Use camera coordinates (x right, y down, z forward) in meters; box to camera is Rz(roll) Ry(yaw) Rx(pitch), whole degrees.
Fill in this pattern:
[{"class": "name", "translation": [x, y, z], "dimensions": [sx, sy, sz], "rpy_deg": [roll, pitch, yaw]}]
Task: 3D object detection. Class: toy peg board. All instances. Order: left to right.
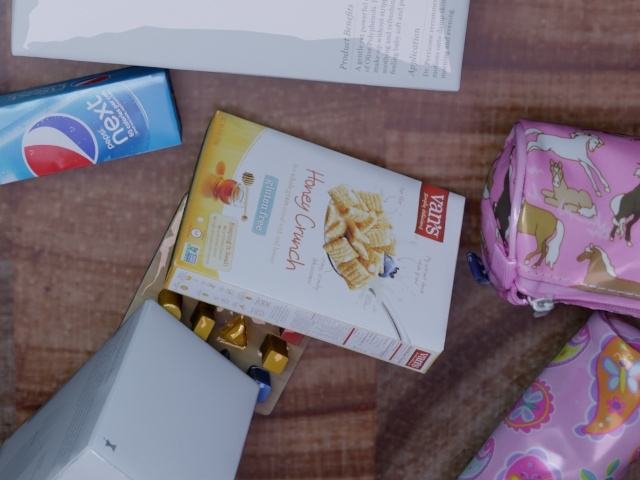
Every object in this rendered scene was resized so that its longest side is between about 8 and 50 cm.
[{"class": "toy peg board", "translation": [-0.081, 0.067, 1.524], "dimensions": [0.161, 0.079, 0.161], "rpy_deg": [26, 102, -10]}]

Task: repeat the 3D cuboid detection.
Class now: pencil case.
[{"class": "pencil case", "translation": [0.218, 0.200, 1.567], "dimensions": [0.124, 0.124, 0.284], "rpy_deg": [32, 102, -12]}, {"class": "pencil case", "translation": [0.331, 0.005, 1.497], "dimensions": [0.386, 0.160, 0.167], "rpy_deg": [10, 104, -8]}]

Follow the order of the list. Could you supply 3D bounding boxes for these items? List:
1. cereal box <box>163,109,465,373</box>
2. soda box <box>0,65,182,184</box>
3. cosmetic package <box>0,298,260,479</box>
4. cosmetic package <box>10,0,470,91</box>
[{"class": "cereal box", "translation": [0.000, 0.000, 1.472], "dimensions": [0.240, 0.173, 0.047], "rpy_deg": [18, 143, -9]}, {"class": "soda box", "translation": [-0.227, -0.097, 1.471], "dimensions": [0.210, 0.071, 0.067], "rpy_deg": [-13, 106, -1]}, {"class": "cosmetic package", "translation": [-0.184, 0.209, 1.452], "dimensions": [0.138, 0.224, 0.224], "rpy_deg": [38, 118, -13]}, {"class": "cosmetic package", "translation": [-0.063, -0.239, 1.401], "dimensions": [0.365, 0.155, 0.197], "rpy_deg": [6, 104, -5]}]
